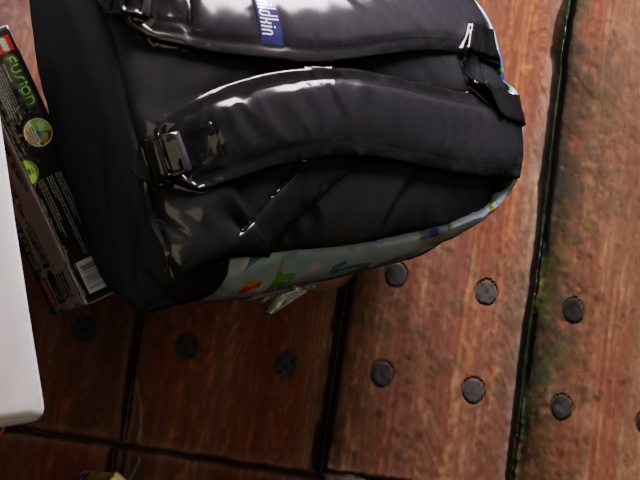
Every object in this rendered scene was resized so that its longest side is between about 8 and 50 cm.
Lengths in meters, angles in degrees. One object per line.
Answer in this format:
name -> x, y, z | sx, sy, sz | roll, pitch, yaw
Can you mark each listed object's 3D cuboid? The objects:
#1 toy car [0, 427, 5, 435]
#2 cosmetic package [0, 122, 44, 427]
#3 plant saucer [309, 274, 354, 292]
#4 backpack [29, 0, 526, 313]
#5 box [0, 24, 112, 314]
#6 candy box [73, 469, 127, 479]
toy car -> -0.253, 0.157, 1.358 | 0.040, 0.060, 0.122 | -4, 105, -63
cosmetic package -> -0.330, -0.089, 1.177 | 0.230, 0.161, 0.453 | -7, 86, -15
plant saucer -> 0.000, 0.000, 1.471 | 0.083, 0.015, 0.083 | 3, 83, -20
backpack -> -0.019, -0.094, 1.330 | 0.355, 0.273, 0.290 | -12, 77, -25
box -> -0.215, -0.048, 1.344 | 0.036, 0.114, 0.207 | -26, 94, -21
candy box -> -0.208, 0.249, 1.315 | 0.053, 0.109, 0.186 | 46, 72, -9
